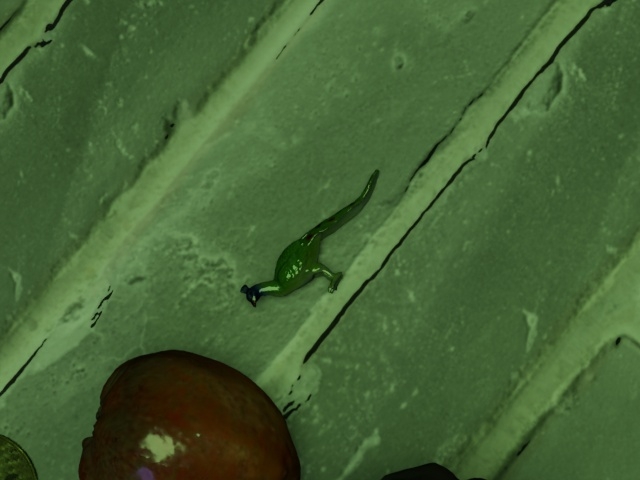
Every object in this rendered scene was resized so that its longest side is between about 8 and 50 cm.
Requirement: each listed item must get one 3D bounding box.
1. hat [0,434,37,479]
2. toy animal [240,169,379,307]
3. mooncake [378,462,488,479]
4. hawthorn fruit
[{"bbox_3d":[-0.399,0.287,1.605,0.146,0.067,0.146,-1,81,4],"label":"hat"},{"bbox_3d":[0.010,0.013,1.634,0.217,0.041,0.075,-41,80,-7],"label":"toy animal"},{"bbox_3d":[0.105,0.409,1.412,0.212,0.381,0.350,-9,46,-33],"label":"mooncake"},{"bbox_3d":[-0.123,0.233,1.538,0.262,0.210,0.210,20,83,-11],"label":"hawthorn fruit"}]
